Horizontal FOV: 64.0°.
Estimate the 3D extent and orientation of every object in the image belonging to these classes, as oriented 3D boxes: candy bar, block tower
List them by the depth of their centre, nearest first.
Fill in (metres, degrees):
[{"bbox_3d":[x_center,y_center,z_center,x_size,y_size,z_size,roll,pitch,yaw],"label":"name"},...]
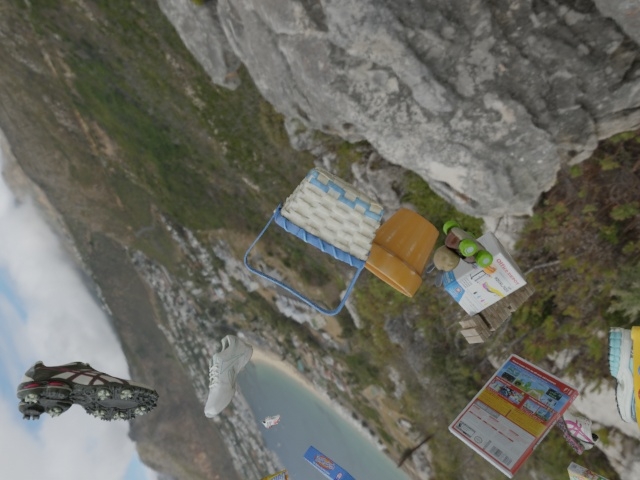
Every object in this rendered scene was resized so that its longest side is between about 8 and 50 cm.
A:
[{"bbox_3d":[-0.169,0.752,1.588,0.018,0.162,0.040,-9,86,55],"label":"candy bar"},{"bbox_3d":[0.665,0.246,1.920,0.091,0.336,0.097,54,156,-1],"label":"block tower"}]

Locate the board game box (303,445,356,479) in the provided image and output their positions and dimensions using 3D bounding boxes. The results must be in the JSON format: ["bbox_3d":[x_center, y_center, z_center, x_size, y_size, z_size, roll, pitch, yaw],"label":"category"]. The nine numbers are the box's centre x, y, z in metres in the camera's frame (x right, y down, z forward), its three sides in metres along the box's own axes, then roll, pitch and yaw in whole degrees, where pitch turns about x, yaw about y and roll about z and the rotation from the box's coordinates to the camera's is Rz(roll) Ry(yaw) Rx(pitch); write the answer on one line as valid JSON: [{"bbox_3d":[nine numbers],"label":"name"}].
[{"bbox_3d":[0.052,0.765,1.671,0.160,0.047,0.210,19,151,41],"label":"board game box"}]

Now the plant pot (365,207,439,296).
[{"bbox_3d":[0.220,0.021,1.404,0.205,0.188,0.205,37,177,3],"label":"plant pot"}]

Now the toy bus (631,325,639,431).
[{"bbox_3d":[0.468,0.205,0.639,0.150,0.212,0.220,-3,88,54],"label":"toy bus"}]

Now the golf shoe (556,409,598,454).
[{"bbox_3d":[0.723,0.521,1.463,0.186,0.086,0.067,54,-178,-17],"label":"golf shoe"}]

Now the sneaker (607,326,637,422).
[{"bbox_3d":[0.678,0.295,1.057,0.122,0.110,0.283,-3,133,38],"label":"sneaker"}]

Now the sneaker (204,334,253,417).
[{"bbox_3d":[-0.174,0.234,0.896,0.054,0.152,0.061,-25,121,38],"label":"sneaker"}]

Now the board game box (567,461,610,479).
[{"bbox_3d":[0.725,0.647,1.319,0.154,0.026,0.103,13,134,53],"label":"board game box"}]

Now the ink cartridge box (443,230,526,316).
[{"bbox_3d":[0.581,0.119,1.852,0.171,0.233,0.168,45,-157,-18],"label":"ink cartridge box"}]

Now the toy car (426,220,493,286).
[{"bbox_3d":[0.422,0.060,1.637,0.149,0.188,0.155,32,-161,-24],"label":"toy car"}]

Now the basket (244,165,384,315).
[{"bbox_3d":[0.000,0.000,1.167,0.255,0.288,0.201,32,-175,-7],"label":"basket"}]

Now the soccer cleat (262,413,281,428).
[{"bbox_3d":[-0.161,0.590,1.685,0.036,0.029,0.083,41,126,-6],"label":"soccer cleat"}]

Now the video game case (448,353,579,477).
[{"bbox_3d":[0.504,0.448,1.346,0.204,0.285,0.025,27,156,54],"label":"video game case"}]

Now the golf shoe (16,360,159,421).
[{"bbox_3d":[-0.477,0.303,1.073,0.105,0.273,0.120,-65,28,24],"label":"golf shoe"}]
